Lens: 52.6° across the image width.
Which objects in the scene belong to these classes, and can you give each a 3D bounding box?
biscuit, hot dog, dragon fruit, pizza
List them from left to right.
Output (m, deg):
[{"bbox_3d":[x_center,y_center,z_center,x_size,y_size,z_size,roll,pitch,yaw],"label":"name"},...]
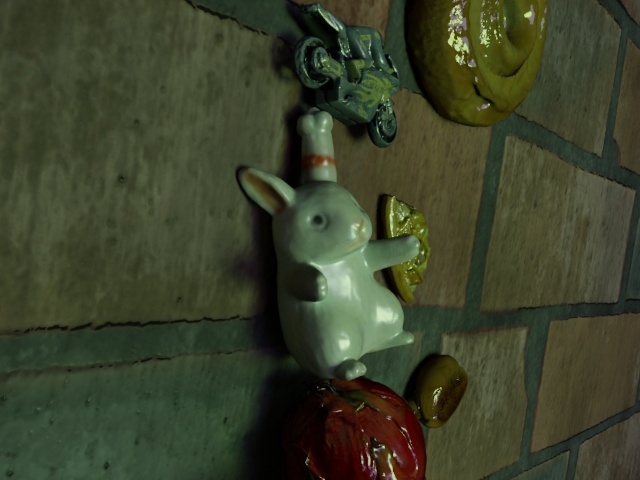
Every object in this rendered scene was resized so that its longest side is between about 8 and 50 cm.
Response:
[{"bbox_3d":[0.037,0.243,0.730,0.172,0.172,0.209,-40,141,-37],"label":"dragon fruit"},{"bbox_3d":[0.121,0.005,0.881,0.099,0.036,0.160,-32,121,-41],"label":"pizza"},{"bbox_3d":[0.170,0.232,0.975,0.140,0.060,0.089,-53,129,-37],"label":"hot dog"},{"bbox_3d":[0.237,-0.308,0.907,0.296,0.102,0.296,-17,113,-47],"label":"biscuit"}]

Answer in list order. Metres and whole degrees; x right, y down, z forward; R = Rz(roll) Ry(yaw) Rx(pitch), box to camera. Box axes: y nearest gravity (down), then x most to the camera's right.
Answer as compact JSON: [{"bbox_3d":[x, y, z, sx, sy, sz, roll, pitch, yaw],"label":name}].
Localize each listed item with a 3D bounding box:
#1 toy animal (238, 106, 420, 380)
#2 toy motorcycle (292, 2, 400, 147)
[{"bbox_3d":[0.011,0.009,0.676,0.141,0.138,0.282,-21,112,-40],"label":"toy animal"},{"bbox_3d":[0.039,-0.193,0.726,0.193,0.061,0.124,30,66,-46],"label":"toy motorcycle"}]
